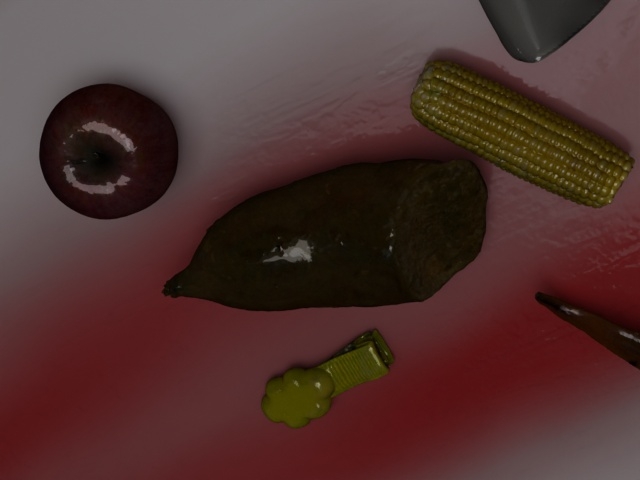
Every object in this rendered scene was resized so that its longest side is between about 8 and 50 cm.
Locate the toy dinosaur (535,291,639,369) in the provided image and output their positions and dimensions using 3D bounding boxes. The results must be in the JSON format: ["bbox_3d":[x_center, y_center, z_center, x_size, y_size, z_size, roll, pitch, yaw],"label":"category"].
[{"bbox_3d":[0.456,0.151,1.447,0.432,0.097,0.208,48,119,-3],"label":"toy dinosaur"}]

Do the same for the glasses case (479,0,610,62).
[{"bbox_3d":[0.185,-0.338,1.331,0.128,0.083,0.308,-28,115,1],"label":"glasses case"}]

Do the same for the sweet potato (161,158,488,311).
[{"bbox_3d":[0.000,0.000,1.458,0.369,0.158,0.158,-7,106,20],"label":"sweet potato"}]

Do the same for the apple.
[{"bbox_3d":[-0.233,-0.099,1.477,0.153,0.120,0.153,1,108,4],"label":"apple"}]

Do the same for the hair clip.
[{"bbox_3d":[0.004,0.169,1.559,0.173,0.046,0.072,-28,97,19],"label":"hair clip"}]

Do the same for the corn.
[{"bbox_3d":[0.211,-0.111,1.411,0.248,0.081,0.081,27,110,0],"label":"corn"}]
